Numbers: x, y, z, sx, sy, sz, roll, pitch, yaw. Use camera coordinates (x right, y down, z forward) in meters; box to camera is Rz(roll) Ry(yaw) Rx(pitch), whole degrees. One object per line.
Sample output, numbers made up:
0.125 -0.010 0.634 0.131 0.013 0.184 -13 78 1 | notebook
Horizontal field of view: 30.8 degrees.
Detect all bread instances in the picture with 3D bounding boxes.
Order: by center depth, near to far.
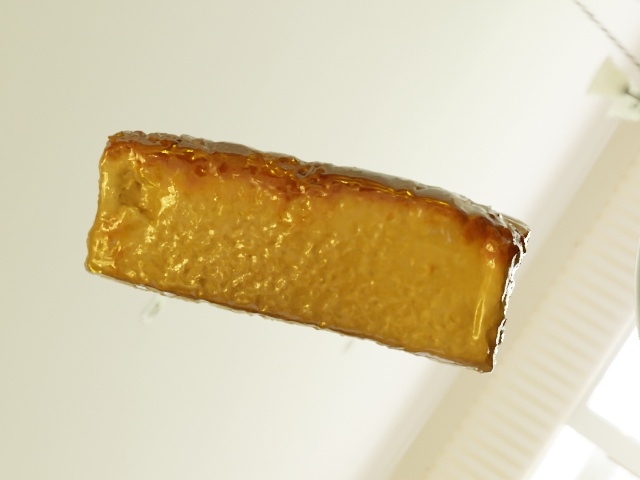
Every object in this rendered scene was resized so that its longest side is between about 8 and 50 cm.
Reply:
0.000 0.000 0.793 0.185 0.274 0.114 -17 -59 -80 | bread

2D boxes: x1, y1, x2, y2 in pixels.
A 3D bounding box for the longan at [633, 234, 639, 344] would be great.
0.395 0.032 0.800 0.361 0.361 0.361 -46 -23 -26 | longan
